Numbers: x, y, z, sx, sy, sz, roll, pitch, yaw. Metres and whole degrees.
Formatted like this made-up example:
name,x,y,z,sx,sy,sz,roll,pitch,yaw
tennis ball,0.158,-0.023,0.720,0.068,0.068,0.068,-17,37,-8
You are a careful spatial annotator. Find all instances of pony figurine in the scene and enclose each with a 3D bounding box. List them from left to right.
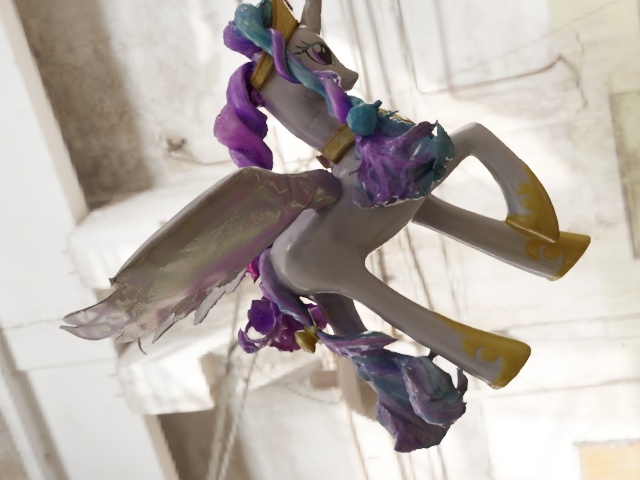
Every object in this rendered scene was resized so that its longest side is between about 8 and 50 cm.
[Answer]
name,x,y,z,sx,sy,sz,roll,pitch,yaw
pony figurine,0.000,0.000,0.812,0.363,0.351,0.303,39,175,-1
